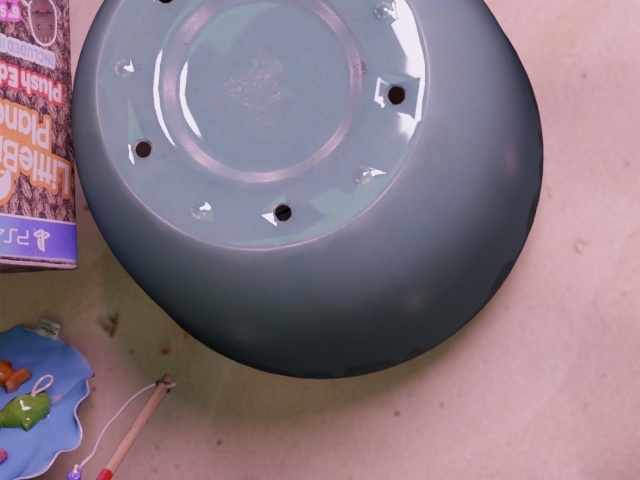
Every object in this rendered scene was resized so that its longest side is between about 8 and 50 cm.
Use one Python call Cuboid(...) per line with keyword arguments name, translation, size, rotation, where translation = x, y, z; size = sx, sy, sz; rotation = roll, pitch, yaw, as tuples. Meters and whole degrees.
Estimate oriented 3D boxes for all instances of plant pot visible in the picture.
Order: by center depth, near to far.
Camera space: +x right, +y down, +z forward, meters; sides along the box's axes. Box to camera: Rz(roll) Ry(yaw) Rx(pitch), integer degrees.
Cuboid(name="plant pot", translation=(-0.015, -0.068, 0.968), size=(0.293, 0.235, 0.293), rotation=(-1, 83, 8))

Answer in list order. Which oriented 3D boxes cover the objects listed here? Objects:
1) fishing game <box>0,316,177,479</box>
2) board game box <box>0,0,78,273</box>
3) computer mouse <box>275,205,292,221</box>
Cuboid(name="fishing game", translation=(-0.237, 0.109, 1.072), size=(0.264, 0.189, 0.041), rotation=(6, 128, 24))
Cuboid(name="board game box", translation=(-0.283, -0.121, 0.972), size=(0.232, 0.141, 0.291), rotation=(-5, 84, 23))
Cuboid(name="computer mouse", translation=(0.000, 0.000, 1.104), size=(0.193, 0.042, 0.106), rotation=(-19, 93, 4))
